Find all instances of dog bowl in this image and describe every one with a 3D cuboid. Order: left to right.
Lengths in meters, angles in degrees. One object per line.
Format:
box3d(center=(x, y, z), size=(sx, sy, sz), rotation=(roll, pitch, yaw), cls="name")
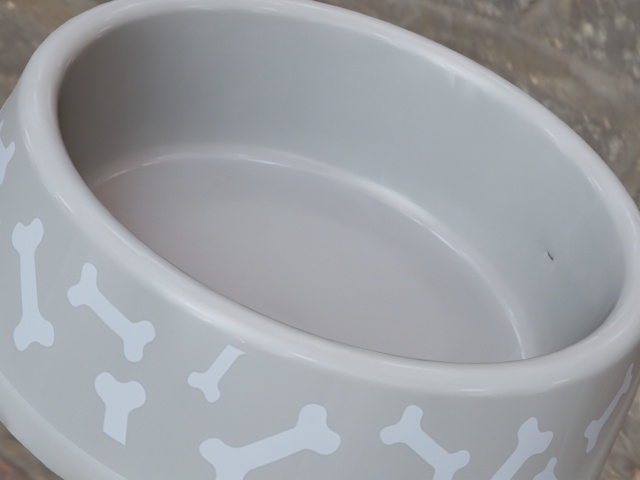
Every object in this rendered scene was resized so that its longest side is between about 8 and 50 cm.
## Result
box3d(center=(0.000, 0.000, 0.778), size=(0.348, 0.348, 0.102), rotation=(39, 126, 24), cls="dog bowl")
